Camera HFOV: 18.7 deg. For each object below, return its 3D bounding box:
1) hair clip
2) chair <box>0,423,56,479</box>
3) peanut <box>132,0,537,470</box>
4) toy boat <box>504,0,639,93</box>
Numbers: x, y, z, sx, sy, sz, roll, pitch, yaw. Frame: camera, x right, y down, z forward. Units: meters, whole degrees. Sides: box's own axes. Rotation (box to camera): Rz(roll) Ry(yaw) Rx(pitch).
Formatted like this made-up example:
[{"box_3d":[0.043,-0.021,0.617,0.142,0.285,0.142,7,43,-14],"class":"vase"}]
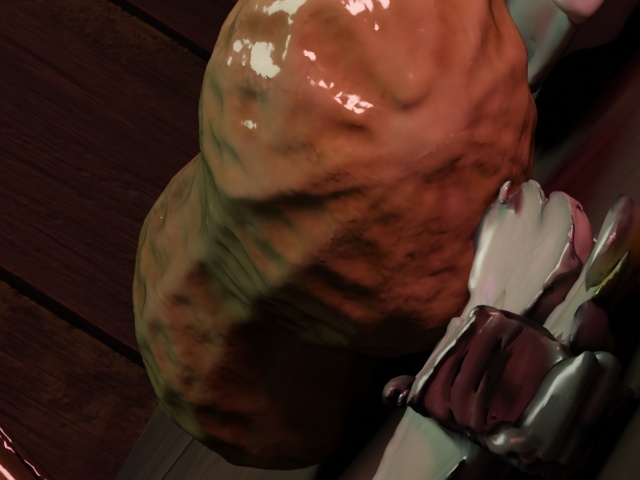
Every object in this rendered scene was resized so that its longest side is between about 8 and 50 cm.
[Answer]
[{"box_3d":[0.043,0.035,0.535,0.116,0.049,0.172,-54,2,-2],"class":"hair clip"},{"box_3d":[-0.241,0.143,0.559,0.362,0.410,0.364,-57,4,9],"class":"chair"},{"box_3d":[0.000,0.000,0.757,0.120,0.136,0.298,-16,-23,-25],"class":"peanut"},{"box_3d":[0.099,-0.140,0.790,0.199,0.100,0.290,-59,2,3],"class":"toy boat"}]
